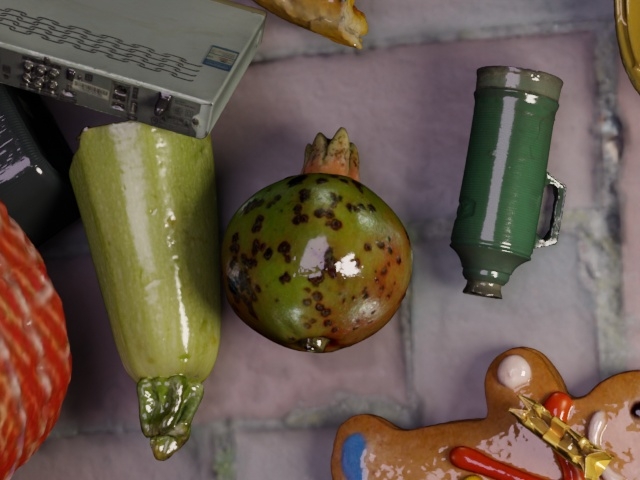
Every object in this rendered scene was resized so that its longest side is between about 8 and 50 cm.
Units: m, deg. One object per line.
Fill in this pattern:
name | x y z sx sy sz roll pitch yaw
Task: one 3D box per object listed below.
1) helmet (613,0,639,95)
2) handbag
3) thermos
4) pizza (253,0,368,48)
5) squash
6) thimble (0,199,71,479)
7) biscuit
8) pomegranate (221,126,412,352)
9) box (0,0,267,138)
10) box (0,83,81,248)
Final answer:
helmet | 0.347 -0.206 1.575 0.205 0.140 0.257 -9 77 53
handbag | 0.186 0.153 1.556 0.083 0.061 0.027 36 91 19
thermos | 0.152 -0.045 1.653 0.073 0.083 0.187 6 82 42
pizza | -0.047 -0.325 1.766 0.182 0.074 0.365 -41 71 6
squash | -0.138 0.041 1.722 0.137 0.137 0.287 -9 90 17
thimble | -0.384 0.100 1.651 0.350 0.230 0.350 15 122 25
biscuit | 0.162 0.188 1.615 0.324 0.049 0.205 -14 75 14
pomegranate | 0.000 0.000 1.656 0.159 0.159 0.205 -5 53 18
box | -0.197 -0.175 1.707 0.270 0.211 0.045 15 124 4
box | -0.292 -0.095 1.773 0.090 0.144 0.201 -33 69 6
